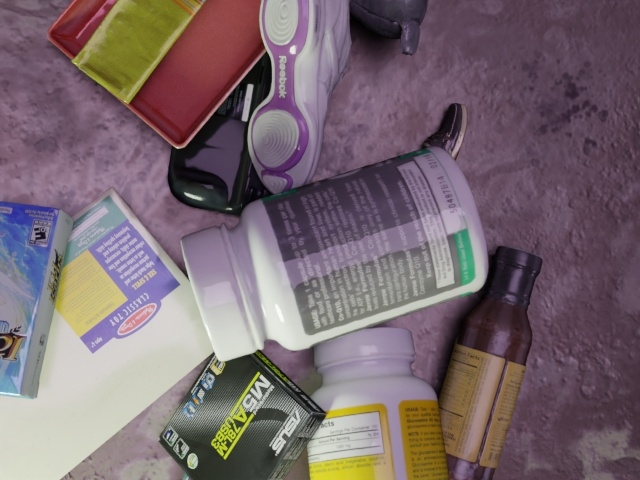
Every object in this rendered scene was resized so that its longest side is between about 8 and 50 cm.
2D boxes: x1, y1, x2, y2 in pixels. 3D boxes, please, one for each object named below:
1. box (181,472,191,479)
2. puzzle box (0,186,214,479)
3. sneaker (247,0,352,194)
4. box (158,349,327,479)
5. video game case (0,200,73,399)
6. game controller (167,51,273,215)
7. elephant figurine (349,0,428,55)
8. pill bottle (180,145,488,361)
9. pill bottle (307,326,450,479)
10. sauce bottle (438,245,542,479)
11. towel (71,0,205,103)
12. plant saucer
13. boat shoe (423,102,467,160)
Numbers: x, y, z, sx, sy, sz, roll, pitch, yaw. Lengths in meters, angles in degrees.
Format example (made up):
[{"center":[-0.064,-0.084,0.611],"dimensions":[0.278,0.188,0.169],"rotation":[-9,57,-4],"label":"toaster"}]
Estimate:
[{"center":[-0.096,0.417,1.167],"dimensions":[0.244,0.060,0.101],"rotation":[25,84,-8],"label":"box"},{"center":[-0.359,0.156,1.137],"dimensions":[0.409,0.052,0.272],"rotation":[-39,94,-8],"label":"puzzle box"},{"center":[-0.011,-0.202,1.107],"dimensions":[0.114,0.152,0.305],"rotation":[23,116,31],"label":"sneaker"},{"center":[-0.109,0.252,1.109],"dimensions":[0.184,0.045,0.191],"rotation":[39,99,36],"label":"box"},{"center":[-0.481,0.066,1.068],"dimensions":[0.269,0.061,0.245],"rotation":[6,76,3],"label":"video game case"},{"center":[-0.119,-0.198,1.193],"dimensions":[0.166,0.067,0.320],"rotation":[9,86,5],"label":"game controller"},{"center":[0.035,-0.382,1.173],"dimensions":[0.239,0.186,0.170],"rotation":[16,104,-7],"label":"elephant figurine"},{"center":[0.016,0.022,1.078],"dimensions":[0.360,0.204,0.204],"rotation":[-18,91,-6],"label":"pill bottle"},{"center":[0.077,0.295,1.118],"dimensions":[0.187,0.188,0.334],"rotation":[-3,73,-9],"label":"pill bottle"},{"center":[0.246,0.181,1.208],"dimensions":[0.111,0.111,0.345],"rotation":[20,85,-8],"label":"sauce bottle"},{"center":[-0.230,-0.308,1.118],"dimensions":[0.102,0.021,0.237],"rotation":[36,89,7],"label":"towel"},{"center":[-0.201,-0.299,1.149],"dimensions":[0.258,0.048,0.259],"rotation":[40,90,6],"label":"plant saucer"},{"center":[0.178,-0.137,1.233],"dimensions":[0.049,0.056,0.152],"rotation":[17,86,-14],"label":"boat shoe"}]
